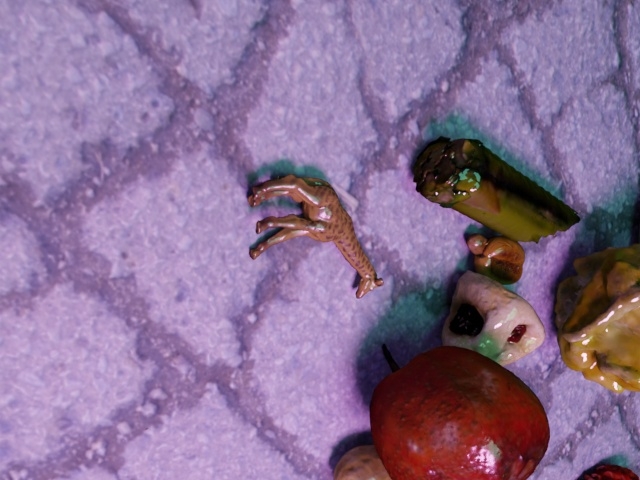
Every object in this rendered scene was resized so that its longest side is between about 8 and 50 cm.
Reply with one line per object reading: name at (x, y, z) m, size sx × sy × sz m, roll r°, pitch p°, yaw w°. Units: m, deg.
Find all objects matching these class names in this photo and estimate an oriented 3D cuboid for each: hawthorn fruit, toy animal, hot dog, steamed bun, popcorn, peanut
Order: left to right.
toy animal at (0.004, -0.009, 0.911) m, size 0.276 × 0.054 × 0.149 m, roll 22°, pitch 92°, yaw -32°
peanut at (0.126, 0.395, 1.043) m, size 0.230 × 0.098 × 0.103 m, roll -4°, pitch 140°, yaw -29°
hawthorn fruit at (0.188, 0.265, 0.944) m, size 0.254 × 0.300 × 0.254 m, roll -24°, pitch 144°, yaw -19°
steamed bun at (0.289, 0.163, 1.064) m, size 0.155 × 0.141 × 0.172 m, roll -51°, pitch 123°, yaw -6°
hot dog at (0.319, 0.032, 1.096) m, size 0.140 × 0.060 × 0.089 m, roll 11°, pitch 108°, yaw -38°
popcorn at (0.607, 0.140, 1.162) m, size 0.312 × 0.312 × 0.312 m, roll -7°, pitch 104°, yaw -29°

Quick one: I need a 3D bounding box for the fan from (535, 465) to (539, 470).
fan at (0.455, 0.469, 1.299) m, size 0.056 × 0.004 × 0.083 m, roll -11°, pitch 106°, yaw -27°

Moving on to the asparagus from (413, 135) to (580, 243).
asparagus at (0.325, -0.066, 1.047) m, size 0.382 × 0.108 × 0.128 m, roll 23°, pitch 53°, yaw -32°

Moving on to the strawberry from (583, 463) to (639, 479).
strawberry at (0.660, 0.640, 1.372) m, size 0.280 × 0.150 × 0.253 m, roll 36°, pitch 81°, yaw -32°

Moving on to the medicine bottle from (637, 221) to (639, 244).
medicine bottle at (0.876, -0.013, 1.297) m, size 0.307 × 0.245 × 0.244 m, roll -7°, pitch 104°, yaw -30°
